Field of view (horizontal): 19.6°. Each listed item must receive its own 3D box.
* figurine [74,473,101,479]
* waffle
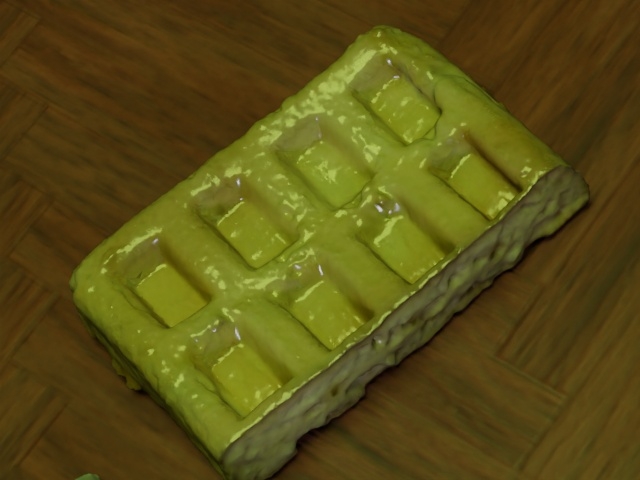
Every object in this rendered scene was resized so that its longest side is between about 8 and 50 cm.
[{"bbox_3d":[-0.175,0.196,0.946,0.263,0.142,0.189,25,73,24],"label":"figurine"},{"bbox_3d":[0.000,0.000,1.057,0.274,0.057,0.168,-39,58,-8],"label":"waffle"}]
